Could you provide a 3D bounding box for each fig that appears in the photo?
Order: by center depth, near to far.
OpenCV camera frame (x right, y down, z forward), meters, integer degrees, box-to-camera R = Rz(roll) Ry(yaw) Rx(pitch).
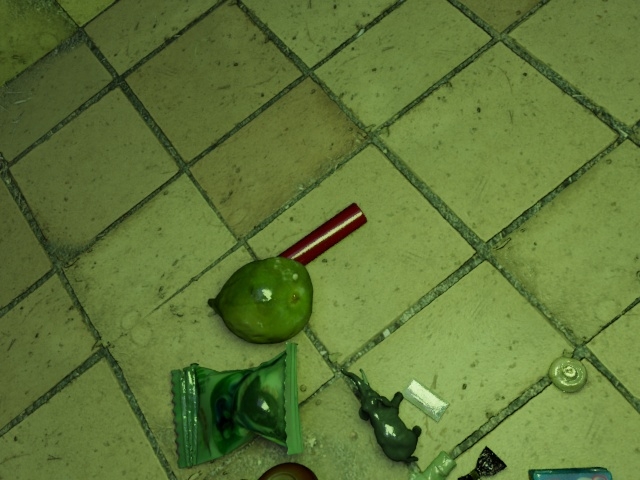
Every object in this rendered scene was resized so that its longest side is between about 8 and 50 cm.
[{"bbox_3d":[-0.154,0.173,1.405,0.233,0.314,0.233,13,61,-25],"label":"fig"}]

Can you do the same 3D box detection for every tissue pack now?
[{"bbox_3d":[0.258,0.391,1.305,0.108,0.023,0.056,32,81,21],"label":"tissue pack"}]

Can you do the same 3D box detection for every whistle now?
[{"bbox_3d":[0.213,0.594,1.224,0.126,0.067,0.258,44,80,9],"label":"whistle"}]

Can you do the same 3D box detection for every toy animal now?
[{"bbox_3d":[0.149,0.404,1.259,0.082,0.137,0.269,-39,75,17],"label":"toy animal"}]

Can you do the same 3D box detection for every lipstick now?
[{"bbox_3d":[0.000,-0.001,1.475,0.280,0.073,0.073,-35,68,-2],"label":"lipstick"}]

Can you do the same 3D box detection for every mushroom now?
[{"bbox_3d":[0.578,0.312,1.240,0.084,0.067,0.083,-5,73,18],"label":"mushroom"}]

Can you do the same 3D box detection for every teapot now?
[{"bbox_3d":[-0.093,0.623,1.255,0.252,0.135,0.178,1,35,31],"label":"teapot"}]

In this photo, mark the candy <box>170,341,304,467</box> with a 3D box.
[{"bbox_3d":[-0.219,0.417,1.332,0.398,0.172,0.262,-15,64,20],"label":"candy"}]

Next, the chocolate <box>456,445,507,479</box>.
[{"bbox_3d":[0.357,0.545,1.210,0.072,0.070,0.147,35,77,26],"label":"chocolate"}]

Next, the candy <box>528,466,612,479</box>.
[{"bbox_3d":[0.548,0.643,1.115,0.157,0.100,0.305,-7,69,9],"label":"candy"}]
